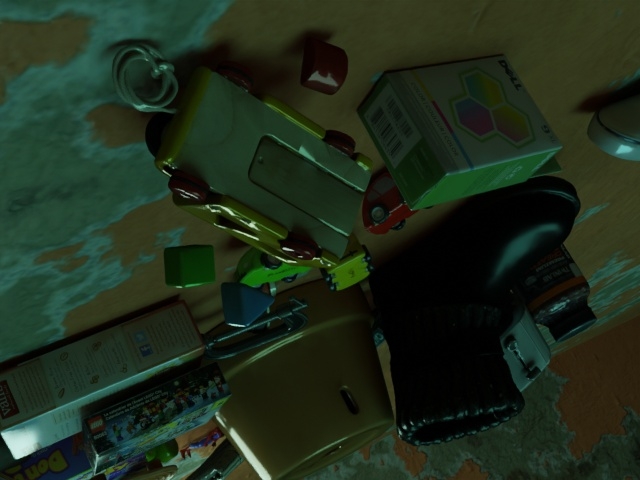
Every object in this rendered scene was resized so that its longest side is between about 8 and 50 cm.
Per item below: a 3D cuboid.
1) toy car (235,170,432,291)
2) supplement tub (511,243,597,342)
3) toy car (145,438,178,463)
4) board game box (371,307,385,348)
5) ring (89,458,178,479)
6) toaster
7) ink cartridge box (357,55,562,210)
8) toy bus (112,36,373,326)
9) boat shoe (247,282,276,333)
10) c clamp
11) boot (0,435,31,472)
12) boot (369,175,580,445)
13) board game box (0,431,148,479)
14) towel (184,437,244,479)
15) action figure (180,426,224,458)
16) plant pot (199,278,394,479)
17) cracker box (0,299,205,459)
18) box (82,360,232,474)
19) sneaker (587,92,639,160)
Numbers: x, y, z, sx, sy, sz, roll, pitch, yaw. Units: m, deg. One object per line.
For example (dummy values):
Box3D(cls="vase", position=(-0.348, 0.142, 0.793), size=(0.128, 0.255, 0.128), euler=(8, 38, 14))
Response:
Box3D(cls="toy car", position=(0.000, 0.000, 1.019), size=(0.225, 0.053, 0.239), euler=(-15, 157, -33))
Box3D(cls="supplement tub", position=(0.337, 0.053, 1.412), size=(0.106, 0.198, 0.106), euler=(-26, 161, -9))
Box3D(cls="toy car", position=(-0.300, 0.432, 1.533), size=(0.155, 0.188, 0.149), euler=(-32, 161, 13))
Box3D(cls="board game box", position=(0.077, 0.149, 1.479), size=(0.186, 0.026, 0.126), euler=(-47, -176, 46))
Box3D(cls="ring", position=(-0.357, 0.379, 1.284), size=(0.337, 0.032, 0.336), euler=(-24, 165, -7))
Box3D(cls="toaster", position=(0.245, 0.142, 1.426), size=(0.129, 0.227, 0.146), euler=(-44, 121, -8))
Box3D(cls="ink cartridge box", position=(0.148, -0.106, 0.856), size=(0.209, 0.109, 0.062), euler=(-14, 158, -35))
Box3D(cls="toy bus", position=(-0.063, -0.055, 0.689), size=(0.191, 0.202, 0.104), euler=(-24, -167, -34))
Box3D(cls="boat shoe", position=(-0.084, 0.078, 1.117), size=(0.043, 0.049, 0.137), euler=(-18, 157, -19))
Box3D(cls="c clamp", position=(-0.081, 0.103, 1.095), size=(0.161, 0.022, 0.137), euler=(-24, 160, 12))
Box3D(cls="boot", position=(-0.445, 0.336, 1.108), size=(0.246, 0.161, 0.083), euler=(-14, 158, -36))
Box3D(cls="boot", position=(0.224, 0.100, 1.231), size=(0.131, 0.260, 0.348), euler=(26, 129, -38))
Box3D(cls="board game box", position=(-0.422, 0.354, 1.325), size=(0.347, 0.078, 0.233), euler=(-23, 161, -15))
Box3D(cls="towel", position=(-0.158, 0.390, 1.680), size=(0.324, 0.056, 0.312), euler=(-45, 177, 42))
Box3D(cls="action figure", position=(-0.215, 0.386, 1.790), size=(0.115, 0.030, 0.038), euler=(-36, 158, 15))
Box3D(cls="plant pot", position=(-0.028, 0.210, 1.307), size=(0.291, 0.203, 0.291), euler=(-26, 162, -9))
Box3D(cls="cracker box", position=(-0.254, 0.159, 1.056), size=(0.232, 0.067, 0.155), euler=(-22, 163, -21))
Box3D(cls="box", position=(-0.202, 0.217, 1.114), size=(0.159, 0.044, 0.233), euler=(-21, 168, -20))
Box3D(cls="sneaker", position=(0.430, -0.171, 1.150), size=(0.258, 0.094, 0.091), euler=(-20, 143, -35))
